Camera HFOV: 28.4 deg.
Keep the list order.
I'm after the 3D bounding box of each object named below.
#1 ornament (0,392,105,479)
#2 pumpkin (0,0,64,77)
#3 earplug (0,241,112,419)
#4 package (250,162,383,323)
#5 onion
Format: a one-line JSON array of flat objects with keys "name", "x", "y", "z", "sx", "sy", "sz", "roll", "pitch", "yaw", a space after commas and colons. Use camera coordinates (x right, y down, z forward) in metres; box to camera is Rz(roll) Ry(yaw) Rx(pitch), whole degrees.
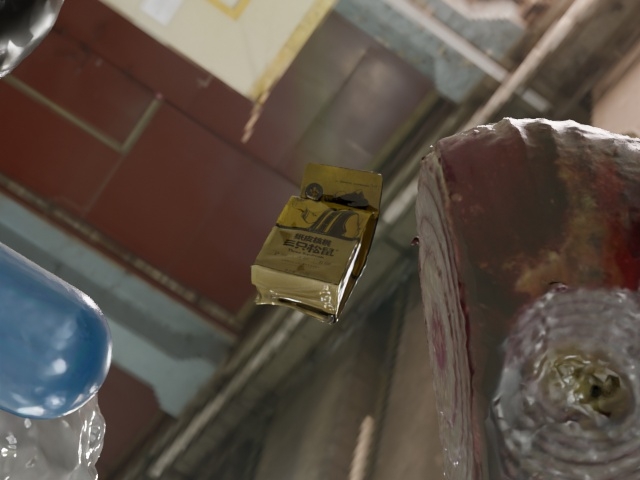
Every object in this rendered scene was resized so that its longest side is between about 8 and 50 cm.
[{"name": "ornament", "x": -0.372, "y": 0.196, "z": 1.198, "sx": 0.337, "sy": 0.337, "sz": 0.337, "roll": -52, "pitch": -168, "yaw": 16}, {"name": "pumpkin", "x": -0.430, "y": -0.333, "z": 1.329, "sx": 0.266, "sy": 0.363, "sz": 0.363, "roll": -15, "pitch": -149, "yaw": 24}, {"name": "earplug", "x": -0.283, "y": 0.043, "z": 0.945, "sx": 0.132, "sy": 0.273, "sz": 0.132, "roll": -59, "pitch": -171, "yaw": 15}, {"name": "package", "x": 0.000, "y": 0.000, "z": 0.967, "sx": 0.131, "sy": 0.071, "sz": 0.047, "roll": -66, "pitch": 158, "yaw": -45}, {"name": "onion", "x": 0.209, "y": 0.070, "z": 0.940, "sx": 0.282, "sy": 0.260, "sz": 0.336, "roll": -17, "pitch": 101, "yaw": -88}]
